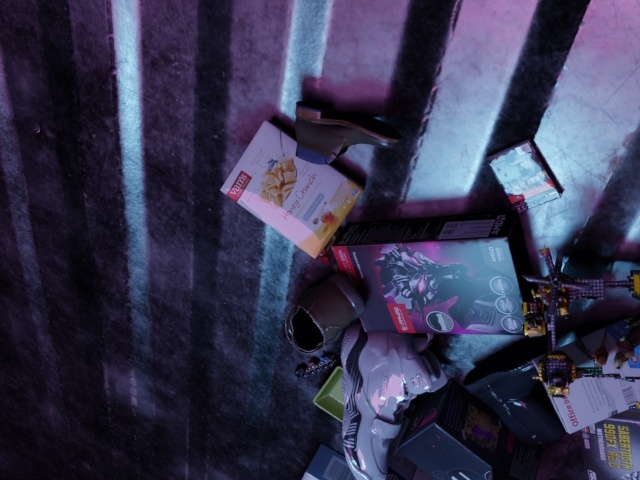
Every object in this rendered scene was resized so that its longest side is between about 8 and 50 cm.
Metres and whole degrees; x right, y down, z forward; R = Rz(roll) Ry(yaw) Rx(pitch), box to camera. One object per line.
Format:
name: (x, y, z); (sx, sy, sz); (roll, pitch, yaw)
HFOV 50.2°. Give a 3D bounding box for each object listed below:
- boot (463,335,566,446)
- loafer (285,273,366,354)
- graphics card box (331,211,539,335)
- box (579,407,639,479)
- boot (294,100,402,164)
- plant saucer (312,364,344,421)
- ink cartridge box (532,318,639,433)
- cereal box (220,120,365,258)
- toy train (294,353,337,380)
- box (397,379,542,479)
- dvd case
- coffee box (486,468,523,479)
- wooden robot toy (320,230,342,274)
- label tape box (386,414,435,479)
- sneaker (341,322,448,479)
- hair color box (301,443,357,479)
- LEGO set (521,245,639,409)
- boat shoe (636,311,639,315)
boot: (0.444, 0.318, 1.412); (0.207, 0.094, 0.246); (43, 136, -4)
loafer: (-0.025, 0.177, 1.498); (0.134, 0.130, 0.366); (50, 154, 9)
graphics card box: (0.225, 0.073, 1.355); (0.371, 0.094, 0.233); (-3, 122, 31)
box: (0.640, 0.435, 1.414); (0.183, 0.056, 0.231); (1, 124, 31)
boot: (0.045, -0.180, 1.262); (0.219, 0.082, 0.106); (24, 119, 27)
plant saucer: (0.096, 0.398, 1.713); (0.188, 0.045, 0.188); (33, 133, 4)
ink cartridge box: (0.515, 0.253, 1.273); (0.190, 0.082, 0.140); (-25, 111, 9)
cereal box: (-0.057, -0.102, 1.364); (0.240, 0.047, 0.173); (35, 103, 2)
toy train: (-0.014, 0.317, 1.731); (0.158, 0.027, 0.036); (-33, 93, 43)
box: (0.341, 0.480, 1.563); (0.270, 0.143, 0.165); (37, 133, 1)
dvd case: (0.355, -0.110, 1.192); (0.087, 0.013, 0.119); (-24, 111, 40)
coffee box: (0.355, 0.656, 1.422); (0.118, 0.168, 0.297); (22, 110, 4)
wooden robot toy: (0.000, 0.000, 1.451); (0.079, 0.076, 0.173); (5, 126, 41)
label tape box: (0.267, 0.620, 1.650); (0.333, 0.241, 0.106); (38, 132, -1)
sneaker: (0.163, 0.361, 1.498); (0.210, 0.137, 0.366); (-7, 81, 27)
hair color box: (0.016, 0.771, 2.001); (0.185, 0.113, 0.374); (28, 133, 10)
LEGO set: (0.490, 0.147, 1.102); (0.331, 0.192, 0.255); (5, 90, 18)
boat shoe: (0.629, 0.143, 1.199); (0.135, 0.050, 0.045); (-5, 115, 33)
